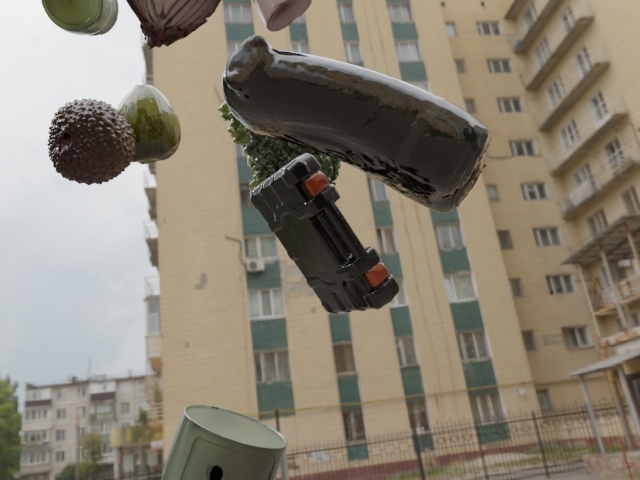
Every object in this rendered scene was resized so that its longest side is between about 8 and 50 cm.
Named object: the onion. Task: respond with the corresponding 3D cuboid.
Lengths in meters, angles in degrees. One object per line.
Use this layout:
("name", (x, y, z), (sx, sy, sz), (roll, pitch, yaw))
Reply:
("onion", (-0.303, -0.521, 1.139), (0.227, 0.283, 0.120), (14, 17, -26))

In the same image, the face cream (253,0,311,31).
("face cream", (-0.080, -0.403, 0.822), (0.084, 0.198, 0.057), (-29, -11, 32))

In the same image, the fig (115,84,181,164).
("fig", (-0.595, -0.392, 1.941), (0.239, 0.271, 0.239), (-5, 0, 0))

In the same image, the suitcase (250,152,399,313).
("suitcase", (0.000, 0.000, 1.014), (0.066, 0.285, 0.206), (-37, 8, -27))

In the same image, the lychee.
("lychee", (-0.650, -0.282, 1.680), (0.271, 0.271, 0.271), (-7, -20, -3))

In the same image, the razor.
("razor", (0.047, -0.154, 0.756), (0.349, 0.113, 0.204), (25, -5, 12))

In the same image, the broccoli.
("broccoli", (-0.069, -0.226, 1.402), (0.293, 0.348, 0.281), (-17, 2, -22))

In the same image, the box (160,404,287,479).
("box", (-0.197, 0.451, 1.187), (0.226, 0.149, 0.226), (18, -6, 2))

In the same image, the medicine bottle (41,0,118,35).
("medicine bottle", (-0.565, -0.561, 1.362), (0.147, 0.147, 0.143), (-7, 16, -3))
